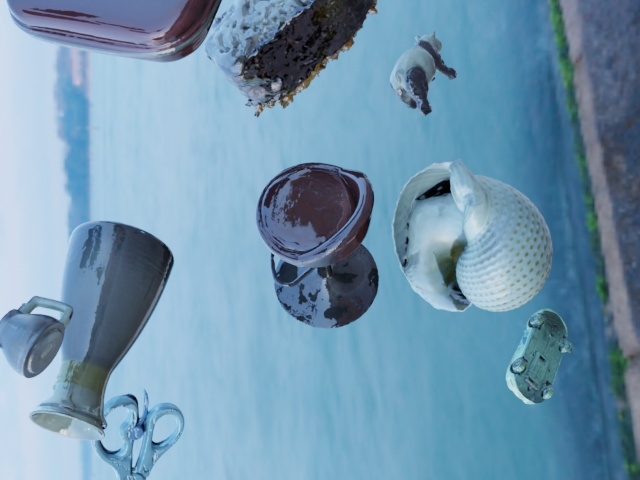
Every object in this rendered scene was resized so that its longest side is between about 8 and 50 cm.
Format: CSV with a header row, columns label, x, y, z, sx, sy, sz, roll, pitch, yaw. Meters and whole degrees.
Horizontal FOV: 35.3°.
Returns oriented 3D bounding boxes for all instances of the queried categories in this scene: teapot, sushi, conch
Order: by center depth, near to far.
label,x,y,z,sx,sy,sz,roll,pitch,yaw
teapot,-0.298,0.094,1.040,0.088,0.057,0.066,-54,-15,-31
conch,0.307,-0.015,1.997,0.303,0.215,0.319,-6,101,38
sushi,-0.066,-0.440,2.052,0.207,0.348,0.234,39,-159,-44

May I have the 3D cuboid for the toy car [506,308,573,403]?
label,x,y,z,sx,sy,sz,roll,pitch,yaw
toy car,0.378,0.202,1.752,0.058,0.093,0.186,-30,23,51

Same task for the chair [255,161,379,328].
label,x,y,z,sx,sy,sz,roll,pitch,yaw
chair,0.000,0.000,1.951,0.401,0.227,0.226,82,-179,-65

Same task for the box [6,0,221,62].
label,x,y,z,sx,sy,sz,roll,pitch,yaw
box,-0.357,-0.446,1.763,0.108,0.404,0.263,58,-131,-64

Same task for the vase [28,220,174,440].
label,x,y,z,sx,sy,sz,roll,pitch,yaw
vase,-0.352,0.144,1.586,0.173,0.173,0.321,118,166,-64

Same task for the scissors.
label,x,y,z,sx,sy,sz,roll,pitch,yaw
scissors,-0.372,0.463,1.949,0.032,0.180,0.392,-132,51,-56

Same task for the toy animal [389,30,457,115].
label,x,y,z,sx,sy,sz,roll,pitch,yaw
toy animal,0.220,-0.372,2.189,0.094,0.225,0.121,-7,125,42
